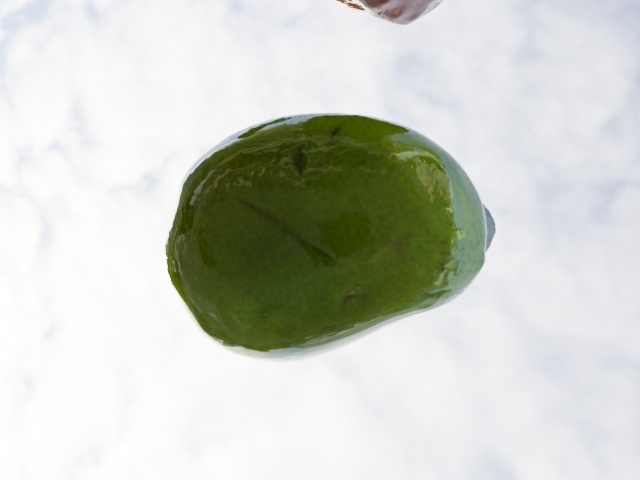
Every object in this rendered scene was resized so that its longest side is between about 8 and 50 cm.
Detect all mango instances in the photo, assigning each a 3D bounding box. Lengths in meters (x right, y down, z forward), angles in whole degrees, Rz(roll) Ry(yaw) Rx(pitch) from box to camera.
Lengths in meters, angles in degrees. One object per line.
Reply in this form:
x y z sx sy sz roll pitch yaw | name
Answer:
-0.003 -0.006 0.499 0.163 0.089 0.117 -25 -95 25 | mango

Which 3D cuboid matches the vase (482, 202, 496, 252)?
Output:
0.058 -0.013 1.049 0.128 0.248 0.128 -178 -90 -67 | vase

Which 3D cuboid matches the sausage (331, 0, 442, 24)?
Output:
0.000 -0.223 0.513 0.133 0.258 0.133 -17 -139 15 | sausage
